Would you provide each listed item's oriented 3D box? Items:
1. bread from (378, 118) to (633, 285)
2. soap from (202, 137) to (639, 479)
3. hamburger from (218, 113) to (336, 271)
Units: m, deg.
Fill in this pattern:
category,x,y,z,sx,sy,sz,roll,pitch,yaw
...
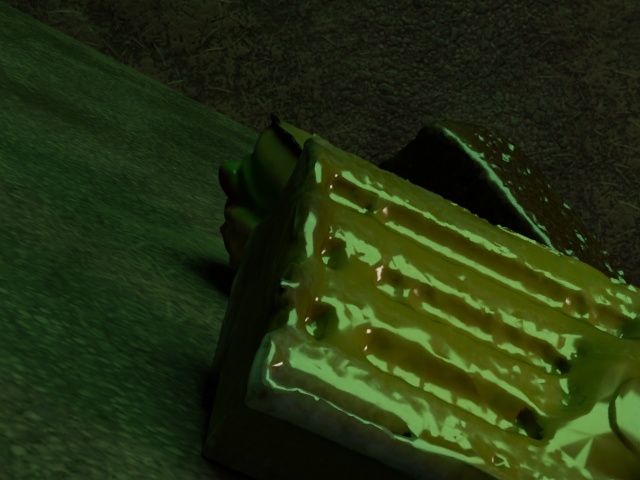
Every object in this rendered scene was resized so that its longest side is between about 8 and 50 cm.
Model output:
category,x,y,z,sx,sy,sz,roll,pitch,yaw
bread,0.207,0.079,1.134,0.416,0.113,0.165,55,21,22
soap,0.081,0.087,0.892,0.281,0.143,0.259,28,33,-11
hamburger,0.000,0.000,1.305,0.237,0.149,0.237,35,11,-8
